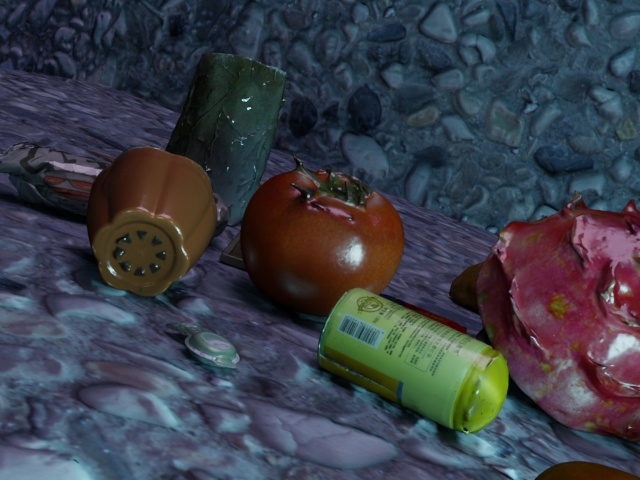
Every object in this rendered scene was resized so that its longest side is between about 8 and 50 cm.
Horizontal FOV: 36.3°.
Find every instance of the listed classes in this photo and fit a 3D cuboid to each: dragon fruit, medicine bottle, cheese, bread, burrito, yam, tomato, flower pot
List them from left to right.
[{"bbox_3d":[-0.352,-0.079,1.649,0.445,0.101,0.139,15,16,-30],"label":"burrito"},{"bbox_3d":[-0.236,-0.015,1.352,0.190,0.191,0.173,17,22,-12],"label":"flower pot"},{"bbox_3d":[-0.137,0.124,1.174,0.067,0.026,0.120,12,12,-35],"label":"cheese"},{"bbox_3d":[-0.210,-0.212,2.041,0.241,0.348,0.241,19,-2,1],"label":"yam"},{"bbox_3d":[0.000,0.000,1.519,0.255,0.224,0.256,19,15,-5],"label":"tomato"},{"bbox_3d":[0.121,0.155,1.235,0.239,0.124,0.124,25,12,24],"label":"medicine bottle"},{"bbox_3d":[0.400,0.100,1.968,0.260,0.134,0.129,23,10,22],"label":"bread"},{"bbox_3d":[0.432,0.087,1.449,0.371,0.249,0.386,0,55,-33],"label":"dragon fruit"}]

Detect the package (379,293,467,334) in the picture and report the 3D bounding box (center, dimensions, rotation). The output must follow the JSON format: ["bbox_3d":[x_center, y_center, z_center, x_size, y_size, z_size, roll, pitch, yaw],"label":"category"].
[{"bbox_3d":[0.164,0.128,1.710,0.200,0.022,0.083,21,10,3],"label":"package"}]

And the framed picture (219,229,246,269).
[{"bbox_3d":[-0.045,0.037,1.806,0.247,0.022,0.335,18,10,-1],"label":"framed picture"}]

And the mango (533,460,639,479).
[{"bbox_3d":[0.261,0.271,0.870,0.146,0.129,0.289,14,3,-18],"label":"mango"}]
